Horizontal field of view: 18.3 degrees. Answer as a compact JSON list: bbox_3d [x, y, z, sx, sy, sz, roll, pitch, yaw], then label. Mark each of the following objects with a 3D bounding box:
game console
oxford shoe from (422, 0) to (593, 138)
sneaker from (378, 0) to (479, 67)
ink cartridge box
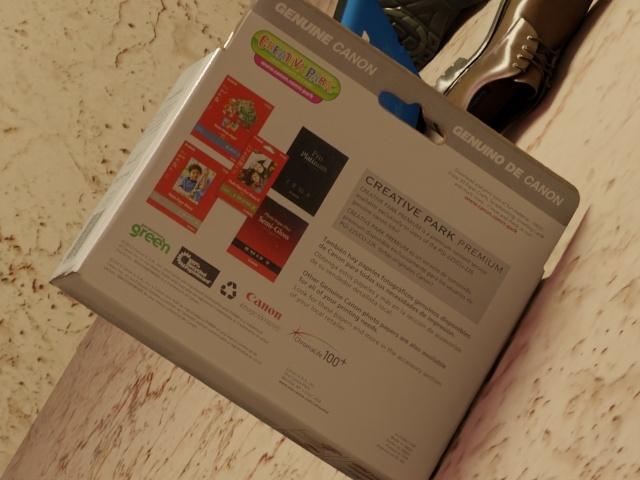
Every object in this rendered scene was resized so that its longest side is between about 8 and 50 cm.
[{"bbox_3d":[0.013,-0.097,2.121,0.173,0.250,0.293,-22,25,20],"label":"game console"},{"bbox_3d":[0.195,-0.173,1.824,0.227,0.083,0.096,-55,31,9],"label":"oxford shoe"},{"bbox_3d":[0.142,-0.302,2.357,0.286,0.109,0.130,-34,14,45],"label":"sneaker"},{"bbox_3d":[0.000,0.000,1.520,0.272,0.309,0.130,-58,11,-13],"label":"ink cartridge box"}]
